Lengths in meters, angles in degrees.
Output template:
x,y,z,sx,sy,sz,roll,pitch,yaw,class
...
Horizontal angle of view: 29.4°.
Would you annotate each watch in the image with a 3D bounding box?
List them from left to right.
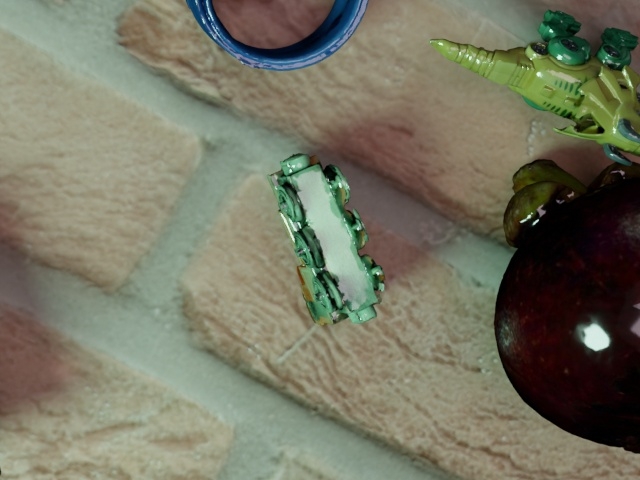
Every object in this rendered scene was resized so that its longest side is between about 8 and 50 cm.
x,y,z,sx,sy,sz,roll,pitch,yaw,class
-0.053,-0.260,1.136,0.196,0.171,0.200,-5,107,-1,watch

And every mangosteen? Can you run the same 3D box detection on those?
x,y,z,sx,sy,sz,roll,pitch,yaw,class
0.310,0.056,1.175,0.297,0.297,0.293,19,66,-14,mangosteen

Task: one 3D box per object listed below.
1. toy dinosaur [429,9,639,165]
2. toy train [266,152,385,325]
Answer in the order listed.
x,y,z,sx,sy,sz,roll,pitch,yaw,class
0.229,-0.165,1.208,0.259,0.153,0.094,23,129,-5,toy dinosaur
0.000,0.000,1.186,0.074,0.118,0.176,-26,96,-15,toy train
